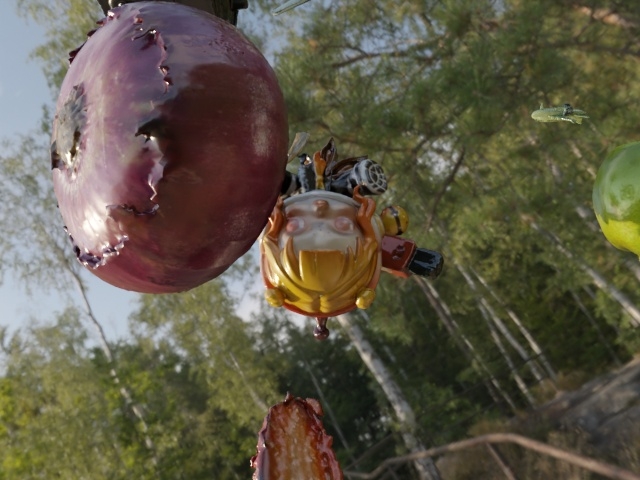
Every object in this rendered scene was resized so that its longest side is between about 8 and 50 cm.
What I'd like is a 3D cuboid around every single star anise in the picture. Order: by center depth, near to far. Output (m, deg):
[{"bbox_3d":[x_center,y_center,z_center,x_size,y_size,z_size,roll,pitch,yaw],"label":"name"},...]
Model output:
[{"bbox_3d":[0.039,-0.151,1.569,0.220,0.214,0.099,-45,-9,-10],"label":"star anise"}]

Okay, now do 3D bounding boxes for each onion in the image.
[{"bbox_3d":[-0.178,-0.101,0.752,0.345,0.358,0.358,27,-60,-25],"label":"onion"}]

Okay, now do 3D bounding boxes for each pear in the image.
[{"bbox_3d":[0.569,-0.065,1.022,0.188,0.219,0.187,-1,2,0],"label":"pear"}]

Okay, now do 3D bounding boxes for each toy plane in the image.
[{"bbox_3d":[0.499,-0.264,1.224,0.102,0.111,0.040,-60,-25,-65],"label":"toy plane"}]

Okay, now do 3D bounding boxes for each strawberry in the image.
[{"bbox_3d":[-0.030,0.292,0.736,0.121,0.188,0.082,12,-46,-17],"label":"strawberry"}]

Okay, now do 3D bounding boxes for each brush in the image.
[{"bbox_3d":[0.095,0.012,1.166,0.070,0.323,0.051,-62,-35,-13],"label":"brush"}]

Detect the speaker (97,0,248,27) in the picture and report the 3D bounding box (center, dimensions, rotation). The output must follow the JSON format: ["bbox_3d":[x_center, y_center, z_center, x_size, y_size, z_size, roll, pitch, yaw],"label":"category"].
[{"bbox_3d":[-0.299,-0.500,1.223,0.254,0.184,0.232,-2,-31,8],"label":"speaker"}]

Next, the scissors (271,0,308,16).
[{"bbox_3d":[0.120,-0.449,0.904,0.447,0.192,0.029,-21,-44,19],"label":"scissors"}]

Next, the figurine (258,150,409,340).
[{"bbox_3d":[0.000,0.001,1.075,0.320,0.323,0.196,0,-34,2],"label":"figurine"}]
